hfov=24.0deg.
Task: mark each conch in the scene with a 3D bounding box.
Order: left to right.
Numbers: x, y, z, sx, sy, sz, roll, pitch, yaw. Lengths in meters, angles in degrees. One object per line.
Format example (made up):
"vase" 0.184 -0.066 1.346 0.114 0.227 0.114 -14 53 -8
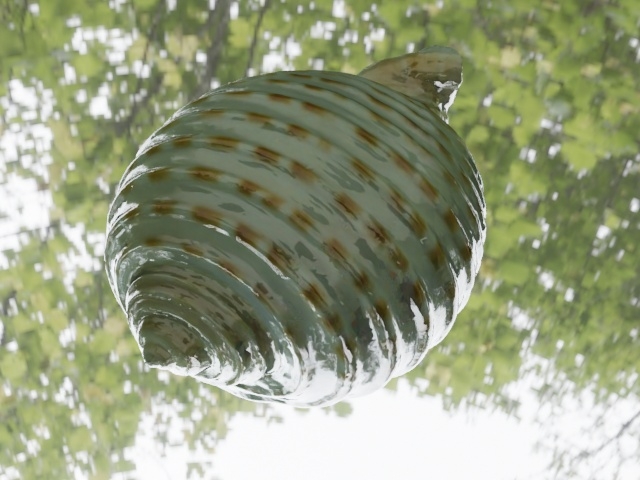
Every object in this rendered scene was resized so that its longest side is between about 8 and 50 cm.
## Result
"conch" 0.002 0.005 0.510 0.153 0.135 0.102 -20 -129 -22
